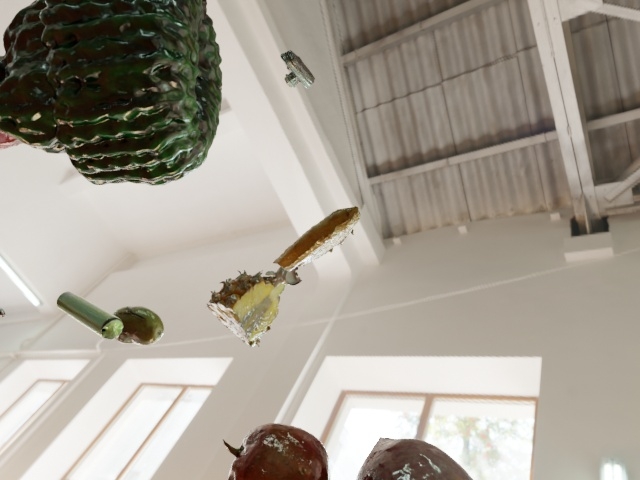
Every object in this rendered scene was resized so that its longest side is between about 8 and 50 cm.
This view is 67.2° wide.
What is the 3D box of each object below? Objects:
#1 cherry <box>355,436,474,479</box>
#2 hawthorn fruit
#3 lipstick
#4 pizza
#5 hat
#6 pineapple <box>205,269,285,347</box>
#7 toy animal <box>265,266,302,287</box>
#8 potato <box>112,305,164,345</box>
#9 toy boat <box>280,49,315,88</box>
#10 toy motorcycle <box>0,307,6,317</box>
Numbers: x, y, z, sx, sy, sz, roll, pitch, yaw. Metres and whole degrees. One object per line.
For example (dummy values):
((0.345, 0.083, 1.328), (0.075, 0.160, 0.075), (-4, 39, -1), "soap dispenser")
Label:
((0.162, 0.445, 0.796), (0.239, 0.239, 0.206), (31, -21, 3), "cherry")
((-0.084, 0.398, 0.821), (0.200, 0.179, 0.179), (28, -46, -6), "hawthorn fruit")
((-0.748, 0.239, 1.554), (0.304, 0.076, 0.076), (15, -48, 35), "lipstick")
((0.000, 0.000, 1.405), (0.279, 0.287, 0.075), (-35, -99, 3), "pizza")
((-0.291, -0.195, 0.558), (0.332, 0.274, 0.242), (-4, -44, -1), "hat")
((-0.281, 0.205, 1.857), (0.208, 0.286, 0.344), (25, -30, 26), "pineapple")
((-0.122, 0.123, 1.665), (0.071, 0.085, 0.124), (57, -21, -21), "toy animal")
((-0.750, 0.348, 1.961), (0.248, 0.143, 0.169), (7, -58, 22), "potato")
((-0.064, -0.427, 1.236), (0.066, 0.140, 0.059), (-29, -114, 19), "toy boat")
((-1.202, 0.218, 1.682), (0.260, 0.110, 0.171), (24, -37, 61), "toy motorcycle")
